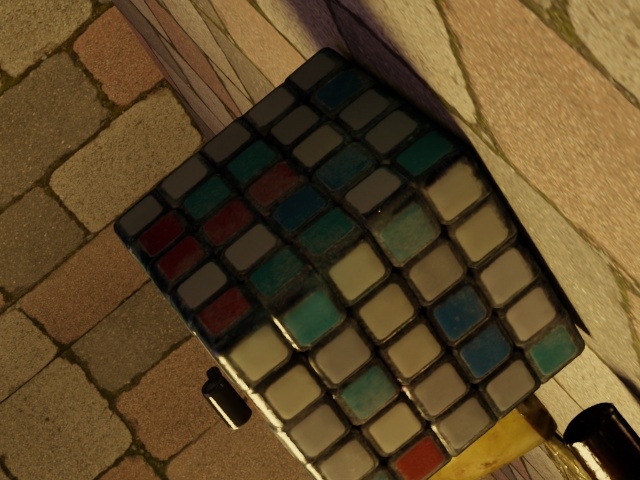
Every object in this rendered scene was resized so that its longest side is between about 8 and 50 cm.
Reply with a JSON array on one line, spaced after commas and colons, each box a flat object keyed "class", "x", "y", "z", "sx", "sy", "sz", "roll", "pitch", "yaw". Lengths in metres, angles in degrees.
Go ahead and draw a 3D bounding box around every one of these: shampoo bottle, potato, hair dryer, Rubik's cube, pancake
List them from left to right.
[{"class": "hair dryer", "x": -0.089, "y": 0.130, "z": 1.390, "sx": 0.047, "sy": 0.026, "sz": 0.083, "roll": 56, "pitch": -179, "yaw": -25}, {"class": "Rubik's cube", "x": 0.026, "y": 0.040, "z": 1.489, "sx": 0.293, "sy": 0.292, "sz": 0.287, "roll": 51, "pitch": 177, "yaw": -36}, {"class": "potato", "x": 0.164, "y": 0.226, "z": 2.196, "sx": 0.285, "sy": 0.242, "sz": 0.242, "roll": 47, "pitch": 176, "yaw": 2}, {"class": "pancake", "x": 0.364, "y": 0.331, "z": 2.229, "sx": 0.158, "sy": 0.028, "sz": 0.158, "roll": 52, "pitch": 174, "yaw": 8}, {"class": "shampoo bottle", "x": 0.334, "y": 0.274, "z": 1.504, "sx": 0.278, "sy": 0.104, "sz": 0.104, "roll": 51, "pitch": 176, "yaw": -12}]
